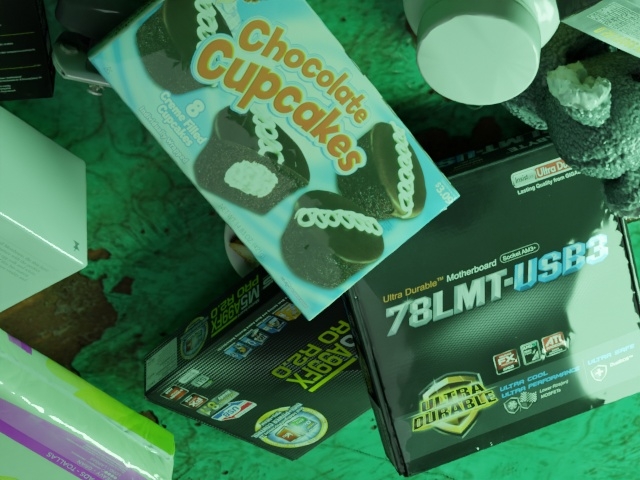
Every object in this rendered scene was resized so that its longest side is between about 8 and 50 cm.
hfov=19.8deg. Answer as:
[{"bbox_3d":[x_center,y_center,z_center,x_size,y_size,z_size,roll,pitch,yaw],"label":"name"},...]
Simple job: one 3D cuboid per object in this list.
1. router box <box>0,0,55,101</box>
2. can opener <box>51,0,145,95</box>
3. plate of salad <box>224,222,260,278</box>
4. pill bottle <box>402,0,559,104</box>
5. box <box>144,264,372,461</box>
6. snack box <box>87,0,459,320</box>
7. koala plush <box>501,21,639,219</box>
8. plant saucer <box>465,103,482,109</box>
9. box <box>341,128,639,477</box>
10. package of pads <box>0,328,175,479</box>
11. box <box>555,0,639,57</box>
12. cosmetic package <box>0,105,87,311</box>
[{"bbox_3d":[-0.344,-0.190,1.705,0.179,0.046,0.133,-4,131,-1],"label":"router box"},{"bbox_3d":[-0.118,-0.162,1.733,0.280,0.074,0.093,13,128,-17],"label":"can opener"},{"bbox_3d":[0.000,0.000,1.903,0.200,0.048,0.200,-2,131,-3],"label":"plate of salad"},{"bbox_3d":[0.142,-0.236,1.564,0.136,0.246,0.136,5,139,5],"label":"pill bottle"},{"bbox_3d":[-0.026,0.122,1.966,0.216,0.060,0.270,28,131,-32],"label":"box"},{"bbox_3d":[-0.042,-0.107,1.694,0.187,0.060,0.322,-40,105,1],"label":"snack box"},{"bbox_3d":[0.255,-0.135,1.693,0.203,0.221,0.196,-21,130,13],"label":"koala plush"},{"bbox_3d":[0.148,-0.183,1.713,0.021,0.119,0.119,-7,132,-15],"label":"plant saucer"},{"bbox_3d":[0.173,0.055,1.848,0.295,0.073,0.293,-18,111,-9],"label":"box"},{"bbox_3d":[-0.343,0.239,2.045,0.229,0.101,0.296,-38,124,24],"label":"package of pads"},{"bbox_3d":[0.270,-0.249,1.569,0.056,0.183,0.231,-24,157,36],"label":"box"},{"bbox_3d":[-0.378,-0.030,1.745,0.224,0.138,0.224,-25,140,27],"label":"cosmetic package"}]
